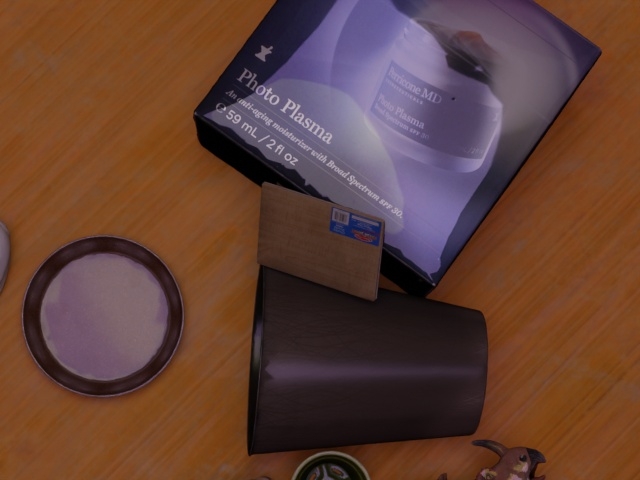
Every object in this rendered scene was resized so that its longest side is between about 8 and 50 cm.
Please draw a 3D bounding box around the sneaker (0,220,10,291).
[{"bbox_3d":[-0.402,0.066,1.782,0.090,0.115,0.232,41,84,3],"label":"sneaker"}]

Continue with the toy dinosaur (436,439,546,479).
[{"bbox_3d":[0.093,0.325,1.734,0.296,0.127,0.200,-16,82,-26],"label":"toy dinosaur"}]

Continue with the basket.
[{"bbox_3d":[0.046,0.123,1.772,0.227,0.154,0.204,4,64,-6],"label":"basket"}]

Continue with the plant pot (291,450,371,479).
[{"bbox_3d":[0.009,0.253,1.787,0.083,0.079,0.083,0,87,-2],"label":"plant pot"}]

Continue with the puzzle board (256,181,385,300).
[{"bbox_3d":[0.000,0.000,1.704,0.128,0.011,0.096,17,127,16],"label":"puzzle board"}]

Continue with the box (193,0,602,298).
[{"bbox_3d":[0.073,-0.147,1.785,0.296,0.183,0.294,35,83,2],"label":"box"}]

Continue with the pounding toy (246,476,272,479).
[{"bbox_3d":[-0.063,0.370,1.728,0.154,0.155,0.269,-9,83,9],"label":"pounding toy"}]

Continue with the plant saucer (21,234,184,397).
[{"bbox_3d":[-0.225,0.079,1.829,0.168,0.029,0.168,0,84,-2],"label":"plant saucer"}]
